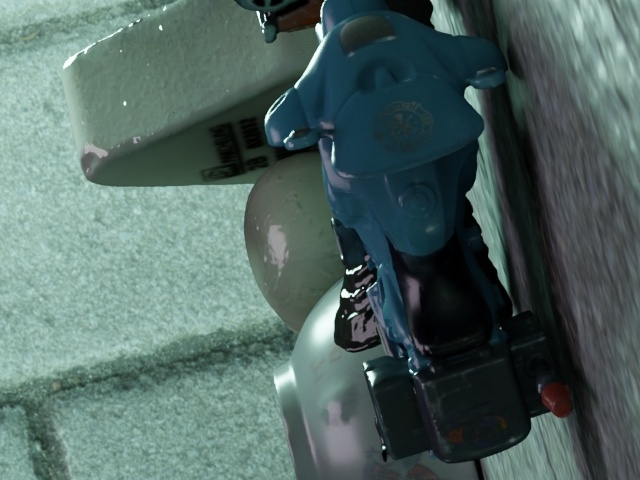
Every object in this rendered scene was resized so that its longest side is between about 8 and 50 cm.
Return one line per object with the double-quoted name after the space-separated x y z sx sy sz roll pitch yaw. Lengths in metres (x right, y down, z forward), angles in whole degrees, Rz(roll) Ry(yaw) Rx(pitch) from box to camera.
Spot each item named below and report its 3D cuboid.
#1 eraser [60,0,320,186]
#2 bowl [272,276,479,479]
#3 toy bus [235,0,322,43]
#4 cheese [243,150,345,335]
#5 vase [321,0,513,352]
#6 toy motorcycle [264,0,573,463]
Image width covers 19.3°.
-0.070 -0.161 2.027 0.331 0.331 0.150 84 171 -74 "eraser"
0.046 0.172 1.744 0.345 0.157 0.345 166 90 -87 "bowl"
-0.013 -0.241 1.101 0.265 0.120 0.121 79 177 -49 "toy bus"
0.000 0.000 1.937 0.189 0.154 0.198 86 172 -46 "cheese"
0.044 -0.061 1.096 0.115 0.115 0.237 -109 9 -71 "vase"
0.052 -0.007 0.966 0.182 0.124 0.272 -113 6 -78 "toy motorcycle"
